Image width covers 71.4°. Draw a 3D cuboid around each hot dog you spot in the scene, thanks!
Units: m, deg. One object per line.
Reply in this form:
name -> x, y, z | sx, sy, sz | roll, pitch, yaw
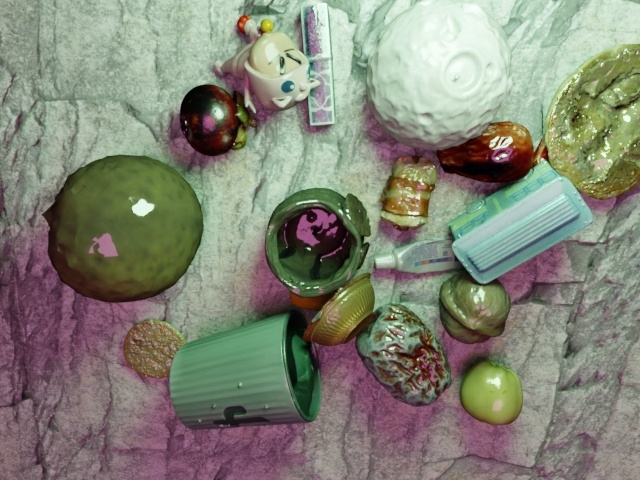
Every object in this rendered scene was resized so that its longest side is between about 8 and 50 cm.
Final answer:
hot dog -> 0.245, -0.129, 1.229 | 0.146, 0.103, 0.213 | 21, 100, 18

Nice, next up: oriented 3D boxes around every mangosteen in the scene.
mangosteen -> -0.265, -0.314, 1.163 | 0.199, 0.200, 0.200 | 1, 108, 2

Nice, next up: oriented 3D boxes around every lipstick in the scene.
lipstick -> -0.004, -0.442, 1.146 | 0.077, 0.076, 0.290 | -4, 110, 2

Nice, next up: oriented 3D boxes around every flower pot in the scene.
flower pot -> 0.000, 0.000, 1.219 | 0.301, 0.213, 0.302 | 1, 108, 3

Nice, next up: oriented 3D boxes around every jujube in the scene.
jujube -> 0.426, -0.223, 1.158 | 0.236, 0.168, 0.168 | -4, 109, 24
jujube -> 0.248, 0.340, 1.321 | 0.226, 0.226, 0.317 | -39, 103, 14

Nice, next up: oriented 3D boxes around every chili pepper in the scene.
chili pepper -> 0.586, -0.188, 1.218 | 0.059, 0.050, 0.268 | 21, 108, 24

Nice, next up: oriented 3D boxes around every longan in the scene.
longan -> -0.502, -0.032, 1.153 | 0.390, 0.391, 0.392 | 1, 108, 2

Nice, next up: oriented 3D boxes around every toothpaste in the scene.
toothpaste -> 0.294, 0.047, 1.306 | 0.282, 0.069, 0.099 | -8, 138, -5

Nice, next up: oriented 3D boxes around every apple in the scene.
apple -> 0.525, 0.472, 1.368 | 0.199, 0.200, 0.200 | 1, 108, 2

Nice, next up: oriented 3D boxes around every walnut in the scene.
walnut -> 0.432, 0.188, 1.258 | 0.224, 0.224, 0.225 | 1, 108, 2

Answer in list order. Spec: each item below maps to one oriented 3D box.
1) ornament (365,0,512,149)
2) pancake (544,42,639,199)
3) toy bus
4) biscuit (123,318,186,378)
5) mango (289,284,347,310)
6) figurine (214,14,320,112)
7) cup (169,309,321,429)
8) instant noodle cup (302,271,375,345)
ornament -> 0.270, -0.378, 1.032 | 0.336, 0.337, 0.338 | 1, 108, 2
pancake -> 0.759, -0.300, 1.147 | 0.386, 0.082, 0.388 | -1, 104, -3
toy bus -> 0.500, -0.049, 1.158 | 0.312, 0.190, 0.152 | -36, 105, 23
biscuit -> -0.541, 0.357, 1.457 | 0.219, 0.033, 0.220 | 0, 107, 1
mango -> -0.004, 0.160, 1.342 | 0.183, 0.085, 0.102 | 1, 104, -8
figurine -> -0.146, -0.434, 1.088 | 0.176, 0.186, 0.287 | -36, 61, -18
cup -> -0.192, 0.436, 1.331 | 0.391, 0.310, 0.401 | -14, 105, 13
instant noodle cup -> 0.077, 0.216, 1.254 | 0.090, 0.274, 0.274 | 43, 107, 20
